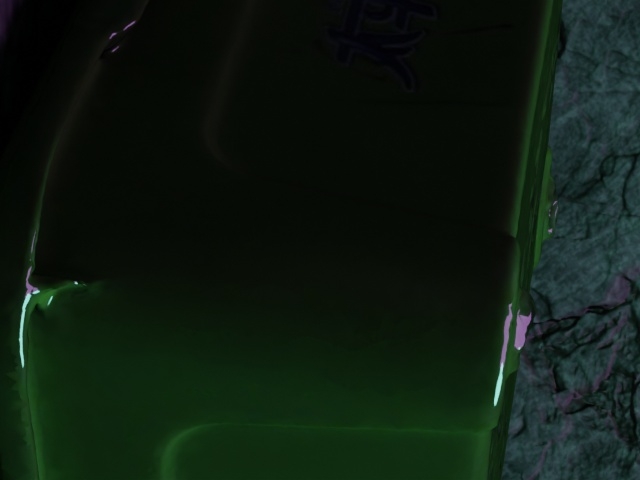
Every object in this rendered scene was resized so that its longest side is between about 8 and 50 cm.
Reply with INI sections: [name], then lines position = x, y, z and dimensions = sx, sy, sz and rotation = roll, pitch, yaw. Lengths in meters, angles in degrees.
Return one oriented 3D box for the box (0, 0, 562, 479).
[box]
position = 0.000, 0.000, 0.725
dimensions = 0.328, 0.178, 0.252
rotation = -73, 170, -45
